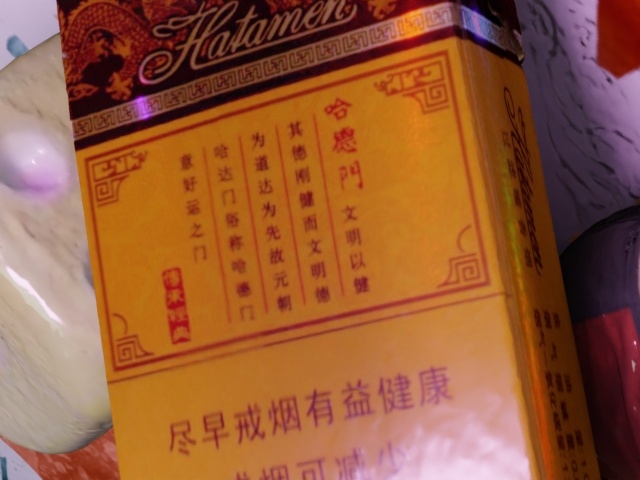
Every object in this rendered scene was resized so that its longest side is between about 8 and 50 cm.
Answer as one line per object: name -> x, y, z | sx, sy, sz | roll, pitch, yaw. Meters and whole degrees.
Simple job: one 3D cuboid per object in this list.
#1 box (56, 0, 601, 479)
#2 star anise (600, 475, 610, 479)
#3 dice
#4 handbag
box -> 0.000, -0.001, 0.926 | 0.264, 0.116, 0.415 | -16, 77, 25
star anise -> 0.165, 0.187, 1.162 | 0.220, 0.126, 0.190 | 29, -178, 8
dice -> -0.194, 0.002, 1.263 | 0.254, 0.250, 0.252 | 48, 146, -2
handbag -> 0.256, 0.083, 0.930 | 0.254, 0.181, 0.181 | 50, 147, -8
